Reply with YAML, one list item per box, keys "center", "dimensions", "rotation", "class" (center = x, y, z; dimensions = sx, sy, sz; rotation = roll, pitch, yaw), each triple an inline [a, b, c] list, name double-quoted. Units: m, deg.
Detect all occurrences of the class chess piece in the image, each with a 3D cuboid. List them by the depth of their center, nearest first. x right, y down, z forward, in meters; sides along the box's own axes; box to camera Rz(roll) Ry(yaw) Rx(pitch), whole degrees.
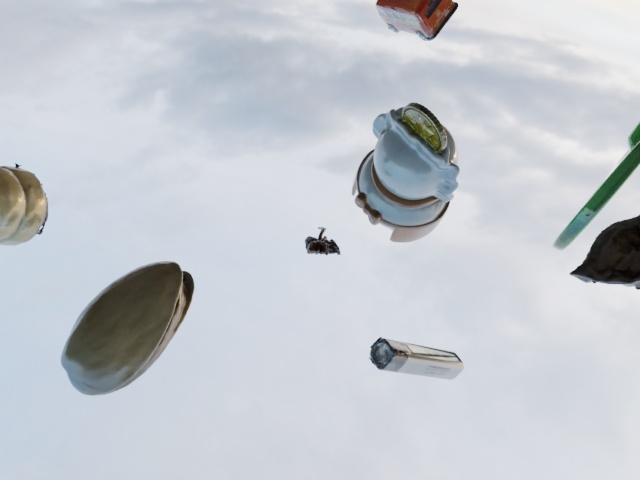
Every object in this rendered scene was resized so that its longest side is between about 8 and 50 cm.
- center: [-0.517, -0.055, 0.554]
  dimensions: [0.137, 0.137, 0.301]
  rotation: [22, -174, 16]
  class: "chess piece"

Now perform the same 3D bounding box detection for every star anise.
- center: [0.483, 0.003, 0.625]
  dimensions: [0.258, 0.198, 0.110]
  rotation: [5, -125, -45]
  class: "star anise"
- center: [0.000, 0.000, 1.307]
  dimensions: [0.098, 0.070, 0.190]
  rotation: [-9, -164, -5]
  class: "star anise"

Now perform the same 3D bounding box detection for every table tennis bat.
- center: [0.358, -0.093, 0.518]
  dimensions: [0.039, 0.257, 0.160]
  rotation: [37, -158, 21]
  class: "table tennis bat"

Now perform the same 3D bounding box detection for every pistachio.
- center: [-0.283, 0.124, 0.670]
  dimensions: [0.136, 0.135, 0.226]
  rotation: [29, -112, 24]
  class: "pistachio"

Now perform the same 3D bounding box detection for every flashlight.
- center: [0.068, 0.083, 0.311]
  dimensions: [0.083, 0.018, 0.018]
  rotation: [20, -156, -39]
  class: "flashlight"

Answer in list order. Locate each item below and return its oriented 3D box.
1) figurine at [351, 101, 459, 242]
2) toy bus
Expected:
- center: [0.106, -0.081, 0.575]
  dimensions: [0.144, 0.271, 0.143]
  rotation: [-2, -100, 11]
  class: "figurine"
- center: [0.171, -0.439, 0.843]
  dimensions: [0.077, 0.079, 0.174]
  rotation: [26, -164, -38]
  class: "toy bus"
